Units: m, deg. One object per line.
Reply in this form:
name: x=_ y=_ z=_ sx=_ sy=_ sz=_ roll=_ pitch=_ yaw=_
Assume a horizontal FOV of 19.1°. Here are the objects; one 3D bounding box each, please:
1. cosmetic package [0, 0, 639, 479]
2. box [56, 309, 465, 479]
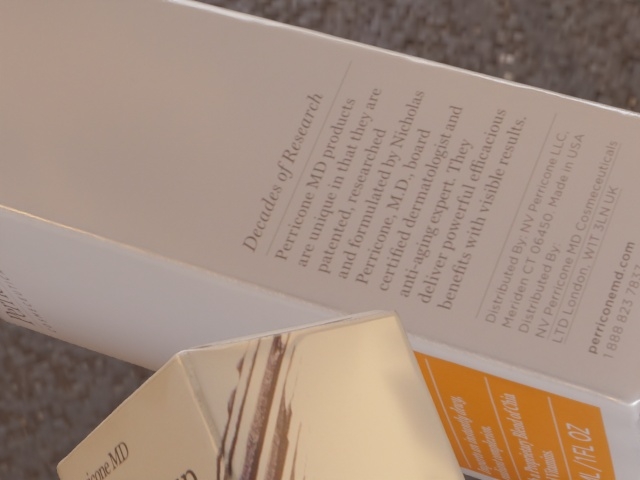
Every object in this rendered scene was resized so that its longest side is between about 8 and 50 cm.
cosmetic package: x=0.000 y=0.000 z=1.101 sx=0.453 sy=0.230 sz=0.161 roll=17 pitch=70 yaw=20
box: x=0.014 y=0.170 z=0.615 sx=0.094 sy=0.113 sz=0.275 roll=-9 pitch=67 yaw=-36
